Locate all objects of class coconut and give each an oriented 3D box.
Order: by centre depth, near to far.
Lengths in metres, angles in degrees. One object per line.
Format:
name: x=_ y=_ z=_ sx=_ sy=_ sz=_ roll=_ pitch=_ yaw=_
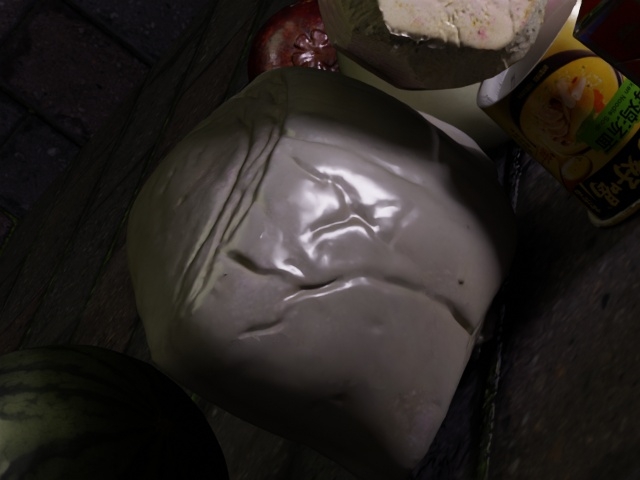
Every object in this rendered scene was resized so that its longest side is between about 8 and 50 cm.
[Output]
coconut: x=0.073 y=-0.173 z=1.301 sx=0.147 sy=0.147 sz=0.153 roll=-54 pitch=13 yaw=-1

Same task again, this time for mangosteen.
mangosteen: x=-0.011 y=-0.183 z=2.095 sx=0.156 sy=0.146 sz=0.181 roll=-57 pitch=14 yaw=-3

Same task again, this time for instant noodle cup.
instant noodle cup: x=0.186 y=-0.103 z=1.306 sx=0.151 sy=0.122 sz=0.151 roll=-50 pitch=12 yaw=14

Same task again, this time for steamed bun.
steamed bun: x=0.003 y=-0.002 z=1.397 sx=0.236 sy=0.247 sz=0.383 roll=-54 pitch=13 yaw=6

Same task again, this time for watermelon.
watermelon: x=-0.226 y=0.237 z=1.489 sx=0.359 sy=0.279 sz=0.279 roll=-42 pitch=18 yaw=37

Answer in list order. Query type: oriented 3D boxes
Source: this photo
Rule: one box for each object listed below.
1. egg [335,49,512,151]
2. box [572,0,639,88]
egg: x=0.107 y=-0.166 z=1.584 sx=0.188 sy=0.188 sz=0.253 roll=-50 pitch=4 yaw=12
box: x=0.225 y=-0.104 z=1.070 sx=0.048 sy=0.175 sz=0.112 roll=-42 pitch=18 yaw=40
